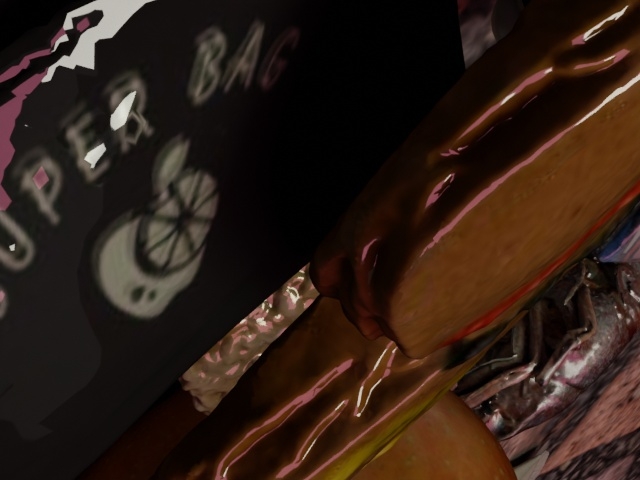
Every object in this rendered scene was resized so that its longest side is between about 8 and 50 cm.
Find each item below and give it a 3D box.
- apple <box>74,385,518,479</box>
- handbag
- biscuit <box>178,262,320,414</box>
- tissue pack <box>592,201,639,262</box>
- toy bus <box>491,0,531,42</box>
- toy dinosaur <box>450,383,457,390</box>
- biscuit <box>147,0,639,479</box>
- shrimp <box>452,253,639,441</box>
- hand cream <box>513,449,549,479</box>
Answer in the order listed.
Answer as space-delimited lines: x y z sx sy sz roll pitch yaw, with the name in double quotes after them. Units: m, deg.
-0.025 0.146 0.859 0.235 0.173 0.210 -26 157 -14 "apple"
-0.084 -0.067 0.436 0.342 0.152 0.288 -41 150 -25 "handbag"
0.000 0.000 0.770 0.168 0.070 0.082 -37 147 -6 "biscuit"
0.196 -0.046 0.994 0.115 0.065 0.155 -53 153 19 "tissue pack"
0.193 -0.137 0.746 0.276 0.133 0.164 -27 154 -33 "toy bus"
0.073 0.024 0.967 0.108 0.032 0.220 -16 136 -39 "toy dinosaur"
0.045 0.003 0.544 0.262 0.052 0.277 -45 173 -18 "biscuit"
0.117 0.067 1.059 0.190 0.073 0.075 -42 152 -12 "shrimp"
0.077 0.208 1.275 0.234 0.050 0.080 -23 149 -46 "hand cream"
